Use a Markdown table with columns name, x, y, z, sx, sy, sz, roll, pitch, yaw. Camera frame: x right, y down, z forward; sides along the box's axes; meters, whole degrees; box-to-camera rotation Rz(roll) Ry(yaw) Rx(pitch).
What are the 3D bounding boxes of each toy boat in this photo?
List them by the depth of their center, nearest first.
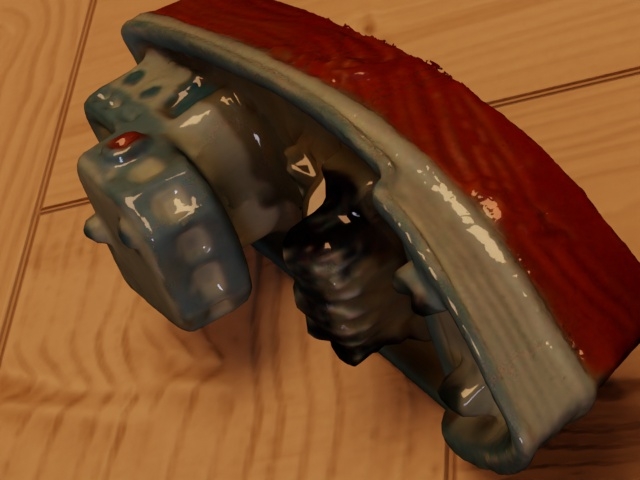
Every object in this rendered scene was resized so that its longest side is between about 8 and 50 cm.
| name | x | y | z | sx | sy | sz | roll | pitch | yaw |
| --- | --- | --- | --- | --- | --- | --- | --- | --- | --- |
| toy boat | 0.000 | 0.000 | 0.652 | 0.133 | 0.145 | 0.332 | -33 | 37 | -18 |
